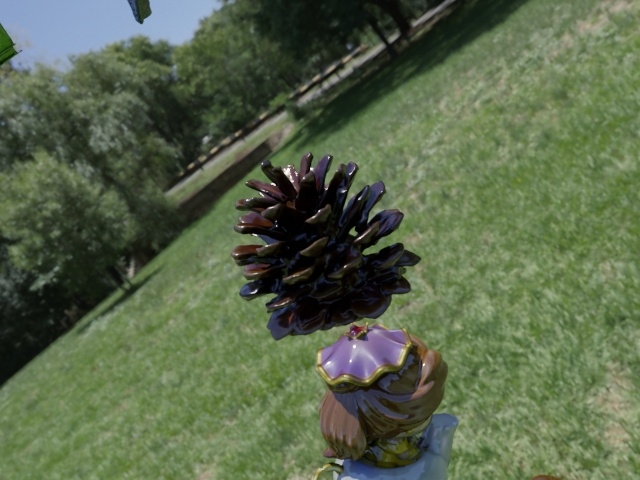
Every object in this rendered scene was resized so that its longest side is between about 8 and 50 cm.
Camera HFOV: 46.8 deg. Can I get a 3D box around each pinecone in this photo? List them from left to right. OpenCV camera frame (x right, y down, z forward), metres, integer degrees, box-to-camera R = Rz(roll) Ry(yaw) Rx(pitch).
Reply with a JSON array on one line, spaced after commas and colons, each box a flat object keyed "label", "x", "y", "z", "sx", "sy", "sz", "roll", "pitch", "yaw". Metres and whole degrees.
[{"label": "pinecone", "x": -0.005, "y": 0.004, "z": 1.001, "sx": 0.264, "sy": 0.264, "sz": 0.264, "roll": -38, "pitch": 9, "yaw": 7}]

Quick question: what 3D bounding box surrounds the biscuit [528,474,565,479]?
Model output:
[{"label": "biscuit", "x": 0.368, "y": 0.498, "z": 1.113, "sx": 0.277, "sy": 0.262, "sz": 0.052, "roll": -20, "pitch": -31, "yaw": -37}]

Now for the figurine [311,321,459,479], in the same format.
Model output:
[{"label": "figurine", "x": 0.076, "y": 0.216, "z": 0.863, "sx": 0.189, "sy": 0.263, "sz": 0.142, "roll": -12, "pitch": 17, "yaw": -23}]

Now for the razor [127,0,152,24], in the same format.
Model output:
[{"label": "razor", "x": -0.119, "y": -0.220, "z": 0.448, "sx": 0.066, "sy": 0.033, "sz": 0.190, "roll": 95, "pitch": 172, "yaw": -57}]

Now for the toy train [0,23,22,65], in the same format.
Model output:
[{"label": "toy train", "x": -0.344, "y": -0.193, "z": 0.667, "sx": 0.202, "sy": 0.081, "sz": 0.060, "roll": 21, "pitch": 57, "yaw": 43}]
